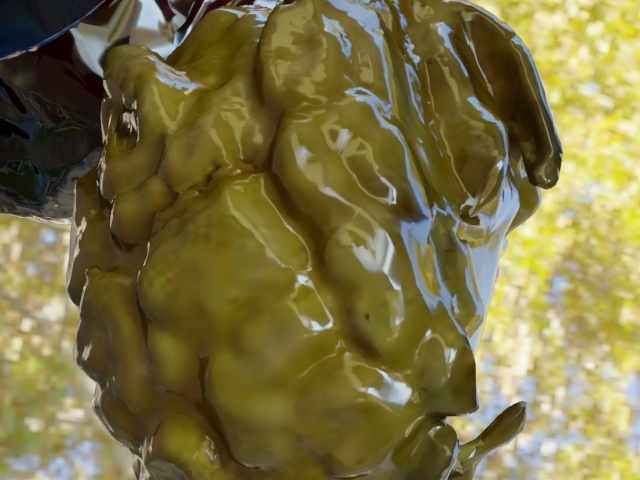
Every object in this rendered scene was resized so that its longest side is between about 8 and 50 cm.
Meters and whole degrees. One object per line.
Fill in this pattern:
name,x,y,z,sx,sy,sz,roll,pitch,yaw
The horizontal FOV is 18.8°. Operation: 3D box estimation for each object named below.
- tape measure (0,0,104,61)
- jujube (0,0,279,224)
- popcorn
tape measure,-0.182,-0.209,0.860,0.138,0.259,0.262,32,-72,55
jujube,-0.091,-0.164,1.129,0.376,0.258,0.258,-43,-144,-18
popcorn,0.000,0.000,0.780,0.250,0.190,0.250,1,90,-86
